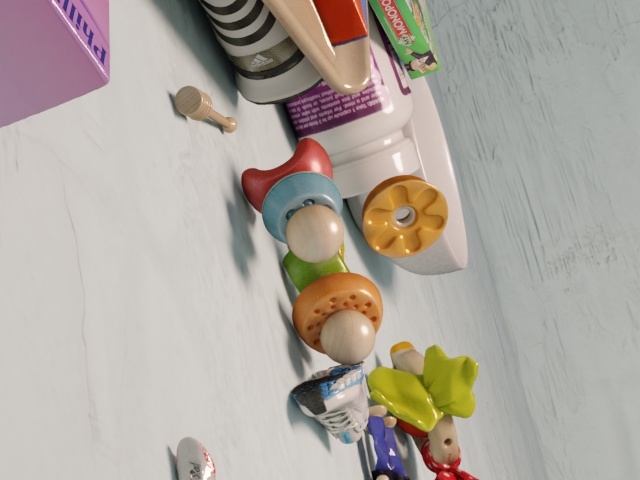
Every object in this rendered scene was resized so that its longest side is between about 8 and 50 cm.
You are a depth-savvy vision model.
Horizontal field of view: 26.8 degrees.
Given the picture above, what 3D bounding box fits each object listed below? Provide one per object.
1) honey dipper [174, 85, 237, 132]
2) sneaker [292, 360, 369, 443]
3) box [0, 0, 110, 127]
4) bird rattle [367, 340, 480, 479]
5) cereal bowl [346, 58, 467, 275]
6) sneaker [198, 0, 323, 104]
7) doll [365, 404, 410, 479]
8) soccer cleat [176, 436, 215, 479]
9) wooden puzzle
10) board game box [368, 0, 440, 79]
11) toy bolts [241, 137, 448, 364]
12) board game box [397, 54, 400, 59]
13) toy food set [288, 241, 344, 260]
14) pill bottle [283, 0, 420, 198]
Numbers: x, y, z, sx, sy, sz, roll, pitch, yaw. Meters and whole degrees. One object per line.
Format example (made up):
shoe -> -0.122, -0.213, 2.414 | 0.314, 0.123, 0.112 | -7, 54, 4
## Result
honey dipper -> -0.114, -0.134, 1.402 | 0.161, 0.030, 0.030 | 14, 57, -78
sneaker -> 0.023, 0.180, 1.440 | 0.191, 0.071, 0.083 | -4, 81, -77
box -> -0.230, -0.226, 0.827 | 0.213, 0.117, 0.243 | 58, 18, -46
bird rattle -> 0.156, 0.243, 1.803 | 0.207, 0.143, 0.253 | -120, -173, -60
cereal bowl -> 0.115, -0.103, 2.052 | 0.339, 0.141, 0.339 | -13, 90, -77
sneaker -> -0.083, -0.400, 1.604 | 0.257, 0.169, 0.447 | 60, 19, -47
doll -> 0.086, 0.294, 1.584 | 0.129, 0.046, 0.189 | 53, 21, -52
soccer cleat -> -0.093, 0.188, 1.011 | 0.035, 0.029, 0.083 | 39, 38, -75
wooden puzzle -> -0.025, -0.375, 1.468 | 0.348, 0.080, 0.322 | 40, 41, -51
board game box -> 0.083, -0.400, 1.805 | 0.213, 0.046, 0.317 | 54, 21, -50
toy bolts -> 0.036, 0.004, 1.446 | 0.228, 0.218, 0.158 | 54, 7, -34
board game box -> 0.019, -0.405, 2.034 | 0.232, 0.141, 0.291 | 59, 14, -78
toy food set -> 0.000, 0.000, 1.667 | 0.192, 0.038, 0.132 | 27, 46, -73
pill bottle -> 0.026, -0.217, 1.807 | 0.169, 0.169, 0.301 | -51, 121, -76
